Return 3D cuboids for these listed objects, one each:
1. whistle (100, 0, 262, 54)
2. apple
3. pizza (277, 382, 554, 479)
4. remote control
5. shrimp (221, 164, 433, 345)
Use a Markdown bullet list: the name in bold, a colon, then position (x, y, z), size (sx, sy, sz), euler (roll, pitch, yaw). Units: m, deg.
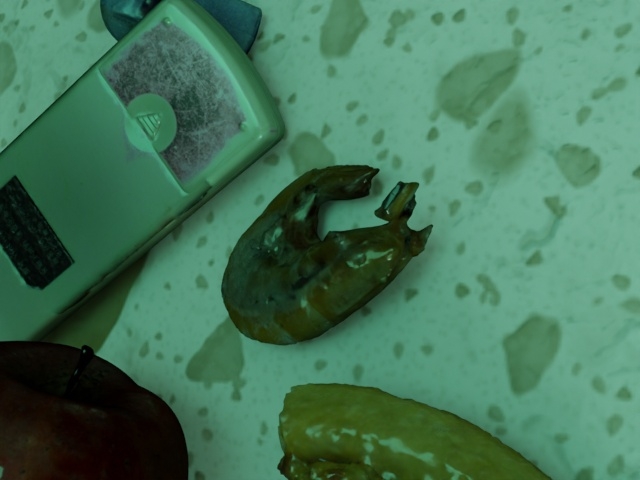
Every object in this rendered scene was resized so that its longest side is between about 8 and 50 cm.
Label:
- **whistle**: position (-0.129, -0.194, 0.873), size (0.158, 0.090, 0.090), euler (24, 89, -2)
- **apple**: position (-0.203, 0.177, 0.711), size (0.234, 0.234, 0.234), euler (-12, 69, 32)
- **pizza**: position (0.063, 0.255, 0.569), size (0.277, 0.114, 0.409), euler (-37, 55, 14)
- **remote control**: position (-0.190, -0.043, 0.846), size (0.344, 0.050, 0.145), euler (-37, 84, 19)
- **shrimp**: position (-0.002, 0.000, 0.727), size (0.187, 0.051, 0.132), euler (-24, 63, 30)
